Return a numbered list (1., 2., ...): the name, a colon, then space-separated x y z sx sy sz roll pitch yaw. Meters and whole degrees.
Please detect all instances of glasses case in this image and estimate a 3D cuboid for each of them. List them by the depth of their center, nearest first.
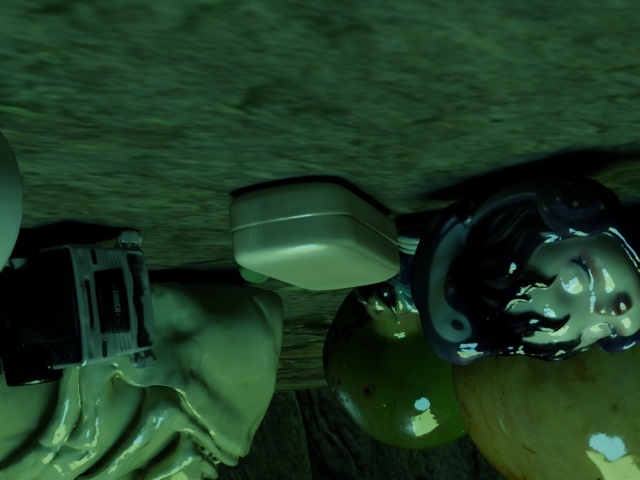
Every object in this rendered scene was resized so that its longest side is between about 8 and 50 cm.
1. glasses case: 0.000 0.000 0.885 0.083 0.050 0.196 -6 171 13

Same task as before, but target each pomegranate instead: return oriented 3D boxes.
1. pomegranate: 0.223 0.095 1.086 0.229 0.270 0.252 -45 -166 -18
2. pomegranate: 0.096 0.103 1.228 0.179 0.179 0.210 -5 159 -11

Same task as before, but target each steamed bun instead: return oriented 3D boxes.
1. steamed bun: -0.193 0.148 1.173 0.289 0.203 0.276 0 169 -33

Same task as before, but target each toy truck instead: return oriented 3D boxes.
1. toy truck: -0.234 0.058 0.931 0.243 0.101 0.125 -9 175 30

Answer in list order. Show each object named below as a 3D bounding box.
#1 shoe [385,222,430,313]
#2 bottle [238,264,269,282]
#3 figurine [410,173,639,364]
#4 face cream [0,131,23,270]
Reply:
1. shoe: 0.079 0.024 1.020 0.064 0.071 0.143 -5 175 -8
2. bottle: -0.047 0.015 1.003 0.030 0.030 0.083 -5 171 -10
3. figurine: 0.164 0.005 0.859 0.222 0.145 0.145 -20 168 12
4. face cream: -0.238 -0.029 0.435 0.092 0.092 0.311 -12 168 28
